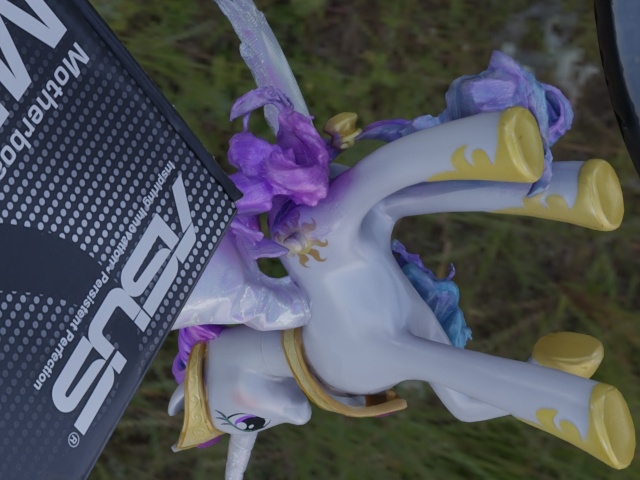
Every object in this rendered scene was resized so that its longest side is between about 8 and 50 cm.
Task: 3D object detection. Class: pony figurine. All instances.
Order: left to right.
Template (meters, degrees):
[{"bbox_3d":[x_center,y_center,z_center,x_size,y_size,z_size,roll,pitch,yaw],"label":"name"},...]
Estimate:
[{"bbox_3d":[0.000,0.000,1.163,0.303,0.363,0.351,-39,115,-51],"label":"pony figurine"}]

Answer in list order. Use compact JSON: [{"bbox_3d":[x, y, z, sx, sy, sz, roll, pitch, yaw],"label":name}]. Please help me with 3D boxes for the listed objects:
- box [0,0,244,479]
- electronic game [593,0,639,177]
[{"bbox_3d":[-0.151,0.018,0.452,0.216,0.060,0.270,52,52,-33],"label":"box"},{"bbox_3d":[0.150,-0.063,0.523,0.048,0.229,0.229,-15,111,-25],"label":"electronic game"}]
